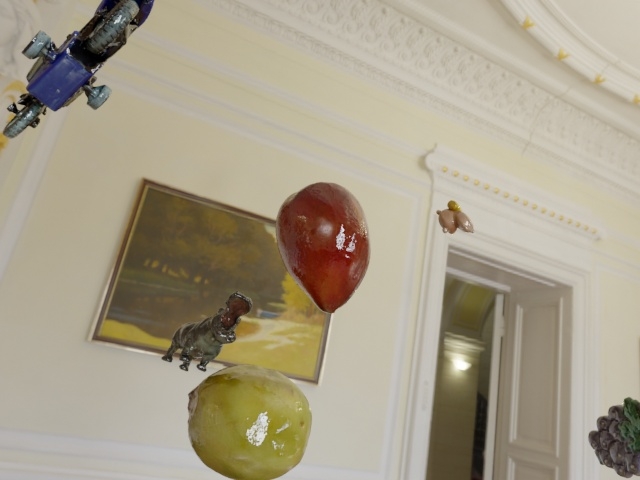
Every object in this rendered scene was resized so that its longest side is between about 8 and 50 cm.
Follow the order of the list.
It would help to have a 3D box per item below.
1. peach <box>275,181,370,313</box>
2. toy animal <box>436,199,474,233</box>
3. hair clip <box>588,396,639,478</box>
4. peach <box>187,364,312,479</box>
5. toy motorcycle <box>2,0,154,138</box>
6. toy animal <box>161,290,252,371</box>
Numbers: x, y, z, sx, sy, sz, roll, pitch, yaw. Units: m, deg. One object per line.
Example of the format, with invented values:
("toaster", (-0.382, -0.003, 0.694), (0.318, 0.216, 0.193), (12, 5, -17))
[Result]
("peach", (0.000, 0.000, 1.220), (0.257, 0.362, 0.201), (-8, -27, 10))
("toy animal", (0.380, -0.048, 1.319), (0.082, 0.114, 0.091), (-34, -35, 8))
("hair clip", (0.570, 0.370, 0.859), (0.052, 0.124, 0.195), (1, -47, -4))
("peach", (-0.193, 0.490, 1.253), (0.315, 0.282, 0.314), (22, -1, -31))
("toy motorcycle", (-0.371, -0.275, 0.706), (0.315, 0.169, 0.113), (-30, -51, 22))
("toy animal", (-0.312, 0.269, 1.287), (0.106, 0.168, 0.343), (38, -47, -23))
